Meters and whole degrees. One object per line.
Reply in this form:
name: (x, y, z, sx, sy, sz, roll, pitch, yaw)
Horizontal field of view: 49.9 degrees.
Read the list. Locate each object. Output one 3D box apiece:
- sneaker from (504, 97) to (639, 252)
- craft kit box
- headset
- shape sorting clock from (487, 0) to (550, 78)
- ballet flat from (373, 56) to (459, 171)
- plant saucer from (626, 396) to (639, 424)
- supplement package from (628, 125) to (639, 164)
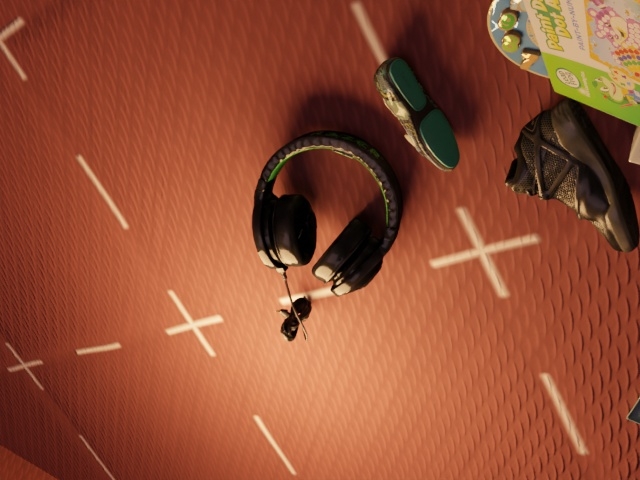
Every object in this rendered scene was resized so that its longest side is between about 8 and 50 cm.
sneaker: (0.347, -0.073, 0.958, 0.130, 0.087, 0.227, -28, 102, 40)
craft kit box: (0.320, -0.194, 0.675, 0.246, 0.061, 0.250, 42, 180, 39)
headset: (0.000, 0.000, 1.189, 0.243, 0.185, 0.394, 22, 114, 9)
shape sorting clock: (0.304, -0.254, 0.829, 0.206, 0.040, 0.206, 17, 157, 7)
ballet flat: (0.140, -0.183, 1.018, 0.070, 0.070, 0.188, -21, 107, 37)
plant saucer: (0.606, 0.303, 1.114, 0.192, 0.018, 0.067, 22, 129, 15)
supplement package: (0.453, -0.176, 0.815, 0.105, 0.105, 0.179, 21, 129, 17)
